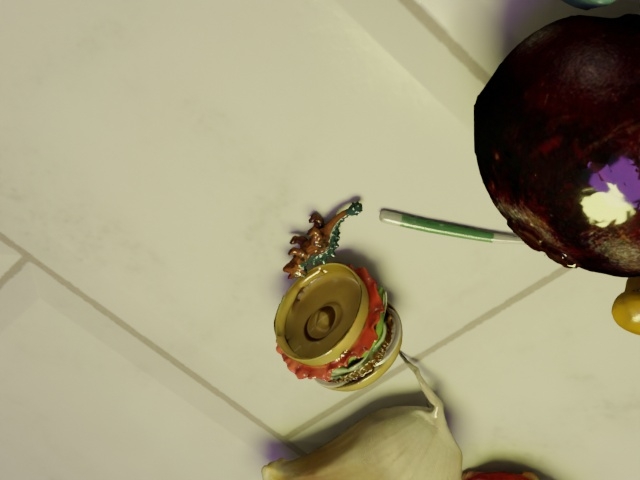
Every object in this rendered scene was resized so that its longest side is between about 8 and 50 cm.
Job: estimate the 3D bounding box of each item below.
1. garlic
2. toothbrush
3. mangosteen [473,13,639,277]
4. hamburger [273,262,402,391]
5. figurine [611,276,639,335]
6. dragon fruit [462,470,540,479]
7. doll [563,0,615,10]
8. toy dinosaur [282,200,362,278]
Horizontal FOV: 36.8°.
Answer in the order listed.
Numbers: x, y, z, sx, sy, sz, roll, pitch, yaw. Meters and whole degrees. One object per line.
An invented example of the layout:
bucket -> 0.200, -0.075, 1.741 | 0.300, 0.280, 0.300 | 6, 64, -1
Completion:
garlic -> 0.105, 0.361, 1.475 | 0.340, 0.231, 0.245 | -44, 66, 18
toothbrush -> 0.202, -0.007, 1.238 | 0.257, 0.018, 0.024 | 11, 135, 0
mangosteen -> 0.300, -0.109, 0.977 | 0.297, 0.297, 0.293 | 16, 100, -3
hamburger -> 0.031, 0.122, 1.288 | 0.175, 0.175, 0.137 | -22, 138, 25
figurine -> 0.410, 0.113, 1.102 | 0.176, 0.122, 0.121 | 25, 143, -14
dragon fruit -> 0.291, 0.469, 1.478 | 0.227, 0.224, 0.224 | 42, 126, 1
doll -> 0.202, -0.343, 0.871 | 0.261, 0.161, 0.177 | 34, 97, -7
toy dinosaur -> 0.000, 0.000, 1.257 | 0.055, 0.049, 0.154 | 38, 119, -16
